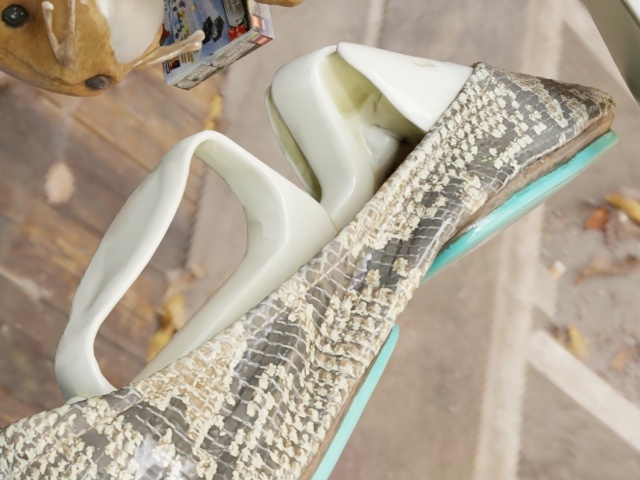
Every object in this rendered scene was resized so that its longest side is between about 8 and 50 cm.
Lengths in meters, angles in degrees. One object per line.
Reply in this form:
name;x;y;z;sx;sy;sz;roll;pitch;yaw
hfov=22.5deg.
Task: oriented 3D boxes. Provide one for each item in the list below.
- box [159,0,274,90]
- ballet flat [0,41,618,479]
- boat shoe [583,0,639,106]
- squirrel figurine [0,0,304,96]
box;-0.084;-0.192;1.194;0.094;0.027;0.137;-26;64;37
ballet flat;0.000;0.000;0.868;0.483;0.182;0.164;-46;6;-38
boat shoe;0.189;-0.171;0.927;0.095;0.112;0.335;-26;58;0
squirrel figurine;-0.146;-0.304;1.081;0.370;0.281;0.397;-43;77;24
